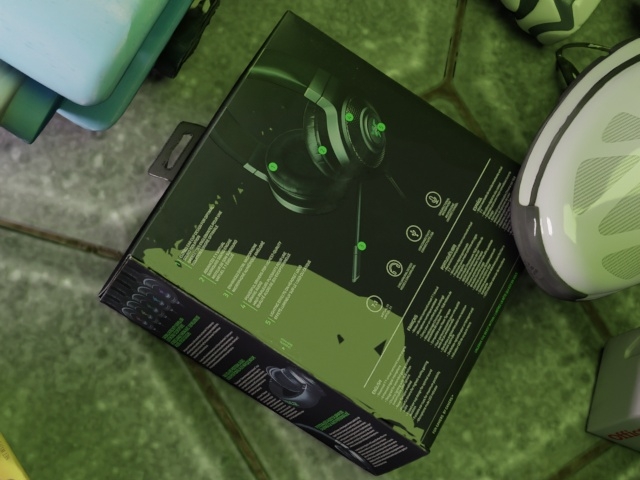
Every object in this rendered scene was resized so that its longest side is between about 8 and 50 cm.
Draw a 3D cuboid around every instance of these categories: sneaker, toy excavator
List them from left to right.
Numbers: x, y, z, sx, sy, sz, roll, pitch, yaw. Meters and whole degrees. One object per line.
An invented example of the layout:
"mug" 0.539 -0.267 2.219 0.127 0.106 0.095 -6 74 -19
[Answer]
"toy excavator" -0.226 -0.131 1.134 0.222 0.433 0.445 33 38 -7
"sneaker" 0.208 -0.305 1.426 0.153 0.094 0.235 38 75 -14
"sneaker" 0.360 -0.103 1.191 0.447 0.257 0.169 -34 105 -21

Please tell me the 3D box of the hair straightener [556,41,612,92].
"hair straightener" 0.284 -0.081 1.416 0.089 0.047 0.230 -27 79 -24

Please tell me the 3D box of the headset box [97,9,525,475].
"headset box" 0.000 0.000 1.239 0.283 0.131 0.246 32 66 -7

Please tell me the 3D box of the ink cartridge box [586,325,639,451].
"ink cartridge box" 0.341 0.141 1.301 0.203 0.148 0.086 21 70 -11

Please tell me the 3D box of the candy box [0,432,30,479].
"candy box" -0.243 0.218 1.130 0.109 0.053 0.187 -30 83 -25
